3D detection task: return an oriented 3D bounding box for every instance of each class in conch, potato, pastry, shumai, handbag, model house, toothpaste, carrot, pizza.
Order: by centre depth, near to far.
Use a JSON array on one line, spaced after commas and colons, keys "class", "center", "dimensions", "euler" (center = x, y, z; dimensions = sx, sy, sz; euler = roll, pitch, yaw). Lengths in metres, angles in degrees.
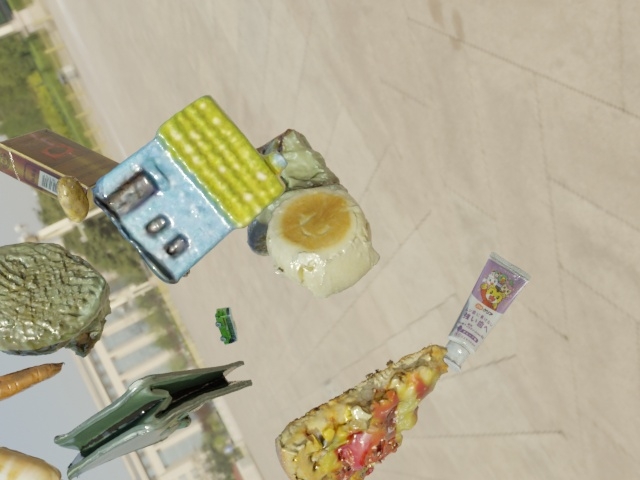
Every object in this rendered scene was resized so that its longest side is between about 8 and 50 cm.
[{"class": "pastry", "center": [0.000, 0.000, 1.166], "dimensions": [0.166, 0.165, 0.088], "euler": [54, 170, 36]}, {"class": "conch", "center": [-0.502, 0.409, 1.264], "dimensions": [0.158, 0.255, 0.127], "euler": [115, 173, -52]}, {"class": "handbag", "center": [-0.268, 0.281, 1.305], "dimensions": [0.260, 0.247, 0.079], "euler": [-8, -112, -58]}, {"class": "carrot", "center": [-0.526, 0.246, 1.307], "dimensions": [0.057, 0.224, 0.057], "euler": [49, 150, 41]}, {"class": "potato", "center": [-0.405, -0.068, 1.308], "dimensions": [0.051, 0.040, 0.083], "euler": [-61, -34, -50]}, {"class": "model house", "center": [-0.223, -0.101, 1.462], "dimensions": [0.237, 0.303, 0.215], "euler": [50, 179, -8]}, {"class": "shumai", "center": [-0.531, 0.136, 1.506], "dimensions": [0.222, 0.260, 0.225], "euler": [115, 162, -51]}, {"class": "pizza", "center": [0.116, 0.366, 1.624], "dimensions": [0.130, 0.406, 0.440], "euler": [47, 180, 29]}, {"class": "toothpaste", "center": [0.385, 0.174, 1.918], "dimensions": [0.114, 0.299, 0.073], "euler": [32, 166, 11]}, {"class": "shumai", "center": [-0.097, -0.151, 2.341], "dimensions": [0.397, 0.324, 0.323], "euler": [101, 150, -72]}]

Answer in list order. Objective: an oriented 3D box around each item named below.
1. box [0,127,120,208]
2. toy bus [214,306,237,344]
[{"class": "box", "center": [-0.549, -0.155, 1.717], "dimensions": [0.240, 0.159, 0.071], "euler": [25, 120, 15]}, {"class": "toy bus", "center": [-0.187, 0.170, 1.592], "dimensions": [0.031, 0.037, 0.083], "euler": [-102, 1, -49]}]
